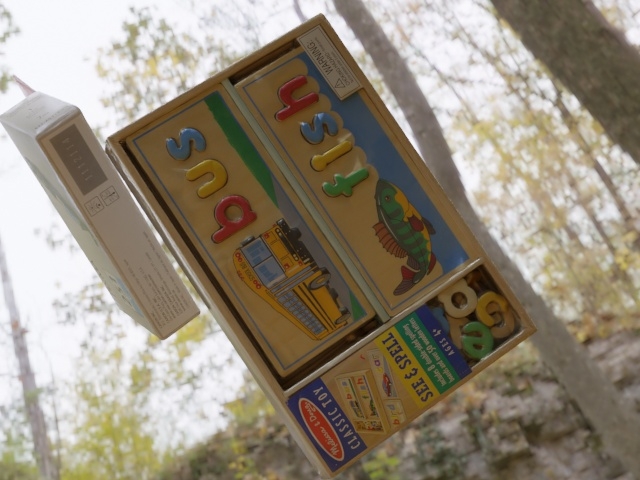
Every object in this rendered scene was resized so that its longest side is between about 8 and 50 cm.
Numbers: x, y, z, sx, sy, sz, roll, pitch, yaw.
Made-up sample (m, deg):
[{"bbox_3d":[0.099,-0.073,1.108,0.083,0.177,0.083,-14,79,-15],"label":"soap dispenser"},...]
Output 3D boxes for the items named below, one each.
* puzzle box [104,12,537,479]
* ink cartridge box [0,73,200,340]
[{"bbox_3d":[0.000,0.000,1.244,0.272,0.409,0.052,-34,-4,-15],"label":"puzzle box"},{"bbox_3d":[-0.283,-0.043,1.459,0.066,0.261,0.296,-37,-60,-17],"label":"ink cartridge box"}]
